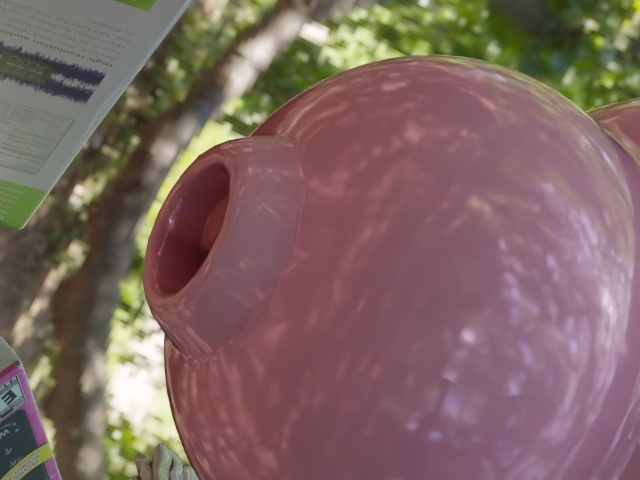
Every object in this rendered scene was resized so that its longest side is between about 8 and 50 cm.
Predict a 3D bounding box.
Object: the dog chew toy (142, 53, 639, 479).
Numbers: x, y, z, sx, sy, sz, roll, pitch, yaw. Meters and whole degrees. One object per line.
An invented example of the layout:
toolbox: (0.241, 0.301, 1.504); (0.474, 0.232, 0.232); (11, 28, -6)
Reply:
dog chew toy: (0.105, 0.056, 0.467); (0.206, 0.332, 0.206); (-39, -142, 40)

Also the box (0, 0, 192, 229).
box: (-0.202, -0.104, 0.767); (0.322, 0.232, 0.058); (142, -38, -61)

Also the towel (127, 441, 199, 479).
towel: (-0.013, 0.237, 0.662); (0.034, 0.285, 0.209); (-20, -160, 0)

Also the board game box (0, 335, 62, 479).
board game box: (-0.332, 0.223, 1.469); (0.224, 0.097, 0.303); (-36, 149, -22)
